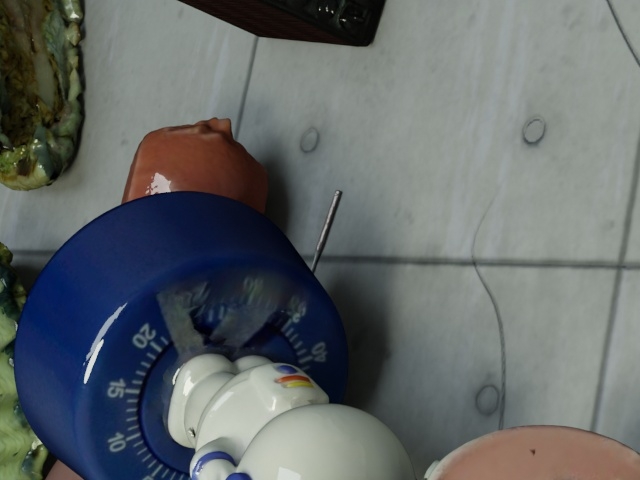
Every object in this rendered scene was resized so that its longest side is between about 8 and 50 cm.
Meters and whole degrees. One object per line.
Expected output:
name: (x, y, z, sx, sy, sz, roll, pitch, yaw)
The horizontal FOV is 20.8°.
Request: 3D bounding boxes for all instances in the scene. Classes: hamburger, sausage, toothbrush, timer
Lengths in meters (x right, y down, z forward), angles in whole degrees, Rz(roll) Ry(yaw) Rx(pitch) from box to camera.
hamburger: (-0.368, -0.177, 1.922, 0.192, 0.167, 0.288, -25, 58, 39)
sausage: (-0.126, 0.010, 1.606, 0.148, 0.148, 0.254, 6, 86, 49)
toothbrush: (0.000, 0.000, 1.566, 0.006, 0.008, 0.097, 18, 89, 36)
timer: (-0.057, 0.144, 1.337, 0.270, 0.270, 0.383, -64, 33, 8)

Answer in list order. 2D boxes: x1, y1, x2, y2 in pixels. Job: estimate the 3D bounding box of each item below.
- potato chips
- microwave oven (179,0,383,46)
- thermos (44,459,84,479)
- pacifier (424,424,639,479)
potato chips: (-0.361, 0.168, 1.815, 0.429, 0.070, 0.359, -20, 66, 60)
microwave oven: (-0.028, -0.315, 1.593, 0.188, 0.178, 0.247, 15, 87, 52)
thermos: (-0.202, 0.270, 1.588, 0.176, 0.146, 0.265, -25, 47, 58)
pacifier: (0.123, 0.283, 1.159, 0.273, 0.220, 0.332, 18, 66, 51)
